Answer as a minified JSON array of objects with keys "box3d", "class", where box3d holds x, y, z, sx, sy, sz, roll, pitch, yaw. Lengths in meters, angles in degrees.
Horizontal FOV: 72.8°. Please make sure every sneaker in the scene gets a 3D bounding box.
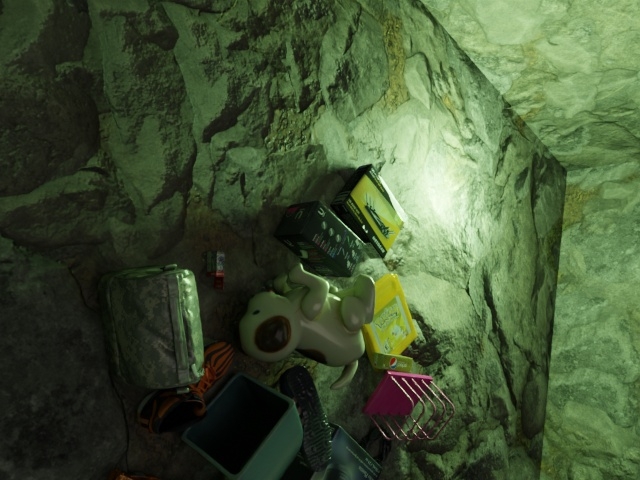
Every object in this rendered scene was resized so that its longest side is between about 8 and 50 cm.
[{"box3d":[-0.333,0.410,1.196,0.321,0.180,0.125,-44,114,-34],"class":"sneaker"},{"box3d":[-0.058,0.572,1.400,0.112,0.131,0.319,0,66,-36],"class":"sneaker"}]

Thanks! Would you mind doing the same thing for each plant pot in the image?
[{"box3d":[-0.195,0.591,1.271,0.248,0.247,0.252,-46,132,-33],"class":"plant pot"}]

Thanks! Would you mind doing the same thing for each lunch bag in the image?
[{"box3d":[-0.408,0.214,1.096,0.212,0.256,0.305,-7,92,-41],"class":"lunch bag"}]

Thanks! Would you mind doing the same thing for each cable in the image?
[{"box3d":[0.216,0.839,1.734,0.184,0.047,0.151,-38,116,-39],"class":"cable"}]

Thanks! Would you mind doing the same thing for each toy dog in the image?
[{"box3d":[-0.069,0.274,1.389,0.407,0.284,0.396,6,81,-34],"class":"toy dog"}]

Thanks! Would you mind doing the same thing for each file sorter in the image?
[{"box3d":[0.359,0.669,1.724,0.290,0.182,0.202,20,106,-38],"class":"file sorter"}]

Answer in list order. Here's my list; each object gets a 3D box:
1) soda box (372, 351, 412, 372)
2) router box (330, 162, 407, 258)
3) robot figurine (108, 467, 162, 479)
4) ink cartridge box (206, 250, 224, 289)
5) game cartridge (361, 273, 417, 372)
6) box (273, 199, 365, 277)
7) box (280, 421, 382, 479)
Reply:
[{"box3d":[0.291,0.491,1.745,0.181,0.058,0.061,20,74,-38],"class":"soda box"},{"box3d":[0.205,-0.116,1.763,0.309,0.081,0.243,51,57,-26],"class":"router box"},{"box3d":[-0.450,0.722,1.136,0.291,0.085,0.211,45,60,-29],"class":"robot figurine"},{"box3d":[-0.317,0.089,1.310,0.029,0.062,0.115,4,84,-41],"class":"ink cartridge box"},{"box3d":[0.271,0.333,1.807,0.285,0.052,0.324,-32,109,-38],"class":"game cartridge"},{"box3d":[0.000,0.000,1.522,0.270,0.165,0.143,42,62,-31],"class":"box"},{"box3d":[0.017,0.813,1.470,0.296,0.182,0.294,51,59,-25],"class":"box"}]
